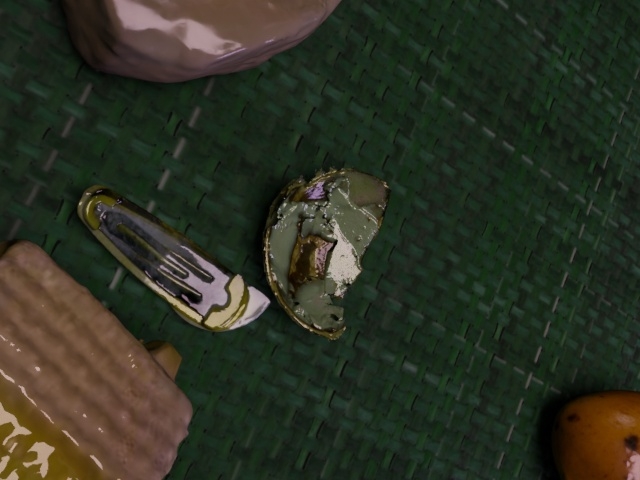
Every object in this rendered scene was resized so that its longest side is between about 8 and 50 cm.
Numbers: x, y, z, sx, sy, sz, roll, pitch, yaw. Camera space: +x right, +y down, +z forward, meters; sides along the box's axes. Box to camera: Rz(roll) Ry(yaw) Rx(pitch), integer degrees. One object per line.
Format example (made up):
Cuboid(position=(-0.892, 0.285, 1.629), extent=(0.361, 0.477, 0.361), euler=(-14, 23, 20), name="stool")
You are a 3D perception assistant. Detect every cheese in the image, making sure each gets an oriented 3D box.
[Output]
Cuboid(position=(-0.103, -0.284, 0.636), extent=(0.318, 0.115, 0.326), euler=(31, 73, -26), name="cheese")

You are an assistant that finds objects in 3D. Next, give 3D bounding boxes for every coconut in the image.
Cuboid(position=(0.000, 0.000, 0.730), extent=(0.133, 0.055, 0.158), euler=(42, 69, -22), name="coconut")

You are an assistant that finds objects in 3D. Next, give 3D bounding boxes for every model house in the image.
Cuboid(position=(-0.224, 0.125, 0.556), extent=(0.193, 0.175, 0.234), euler=(50, 58, -19), name="model house")

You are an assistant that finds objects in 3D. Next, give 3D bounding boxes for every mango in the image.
Cuboid(position=(0.373, 0.281, 0.892), extent=(0.191, 0.160, 0.290), euler=(-42, 100, -16), name="mango")

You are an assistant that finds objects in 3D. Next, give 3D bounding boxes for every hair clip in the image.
Cuboid(position=(-0.127, 0.020, 0.671), extent=(0.188, 0.033, 0.060), euler=(41, 73, -26), name="hair clip")
